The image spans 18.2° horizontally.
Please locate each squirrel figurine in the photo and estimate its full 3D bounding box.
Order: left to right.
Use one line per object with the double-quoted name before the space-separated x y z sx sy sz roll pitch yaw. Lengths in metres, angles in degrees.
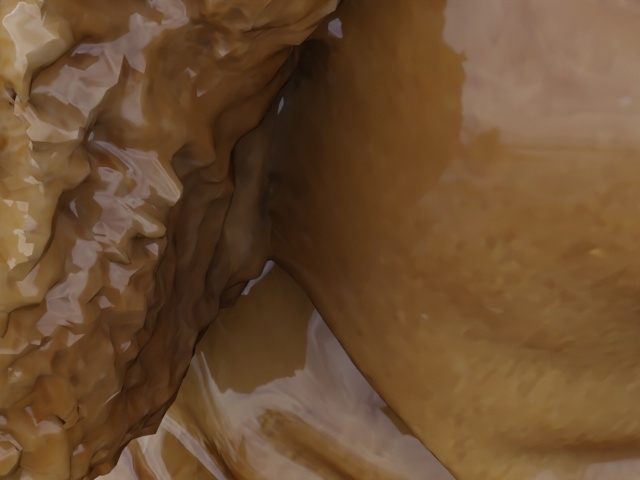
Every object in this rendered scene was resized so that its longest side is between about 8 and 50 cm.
"squirrel figurine" 0.000 0.000 0.522 0.370 0.397 0.281 -43 36 31
